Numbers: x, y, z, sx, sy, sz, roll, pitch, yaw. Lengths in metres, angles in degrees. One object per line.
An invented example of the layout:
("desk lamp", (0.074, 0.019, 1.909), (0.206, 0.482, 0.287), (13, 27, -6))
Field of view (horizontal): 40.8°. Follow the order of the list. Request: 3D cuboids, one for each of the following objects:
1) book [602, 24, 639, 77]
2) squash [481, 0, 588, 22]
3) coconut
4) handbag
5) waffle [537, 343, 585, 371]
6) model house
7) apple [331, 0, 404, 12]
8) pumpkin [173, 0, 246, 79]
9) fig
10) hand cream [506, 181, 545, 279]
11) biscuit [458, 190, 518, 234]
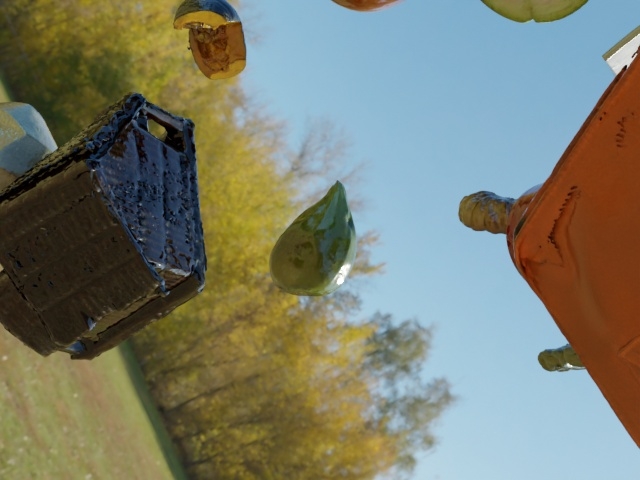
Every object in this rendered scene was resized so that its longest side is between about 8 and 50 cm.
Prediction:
("book", (0.626, -0.378, 1.683), (0.016, 0.138, 0.199), (57, 21, 18))
("squash", (0.342, -0.498, 1.445), (0.309, 0.210, 0.233), (-55, 131, -62))
("coconut", (-0.487, -0.099, 1.299), (0.236, 0.237, 0.197), (57, -3, 30))
("handbag", (0.352, 0.003, 0.803), (0.303, 0.116, 0.410), (62, -24, 24))
("waffle", (0.548, 0.190, 1.492), (0.292, 0.309, 0.056), (142, -55, -71))
("model house", (-0.321, -0.021, 1.088), (0.282, 0.317, 0.297), (16, 50, -65))
("apple", (0.081, -0.456, 1.221), (0.253, 0.254, 0.253), (59, -14, 24))
("pumpkin", (-0.206, -0.405, 1.636), (0.183, 0.119, 0.107), (68, 23, -59))
("fig", (0.004, 0.017, 1.688), (0.167, 0.233, 0.167), (48, -5, 6))
("hand cream", (0.403, -0.010, 1.352), (0.193, 0.193, 0.125), (66, -21, -4))
("biscuit", (0.319, -0.050, 1.504), (0.183, 0.118, 0.061), (11, -68, 34))
